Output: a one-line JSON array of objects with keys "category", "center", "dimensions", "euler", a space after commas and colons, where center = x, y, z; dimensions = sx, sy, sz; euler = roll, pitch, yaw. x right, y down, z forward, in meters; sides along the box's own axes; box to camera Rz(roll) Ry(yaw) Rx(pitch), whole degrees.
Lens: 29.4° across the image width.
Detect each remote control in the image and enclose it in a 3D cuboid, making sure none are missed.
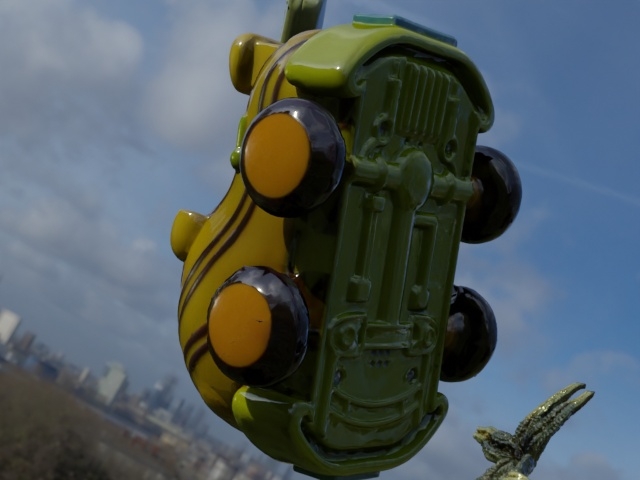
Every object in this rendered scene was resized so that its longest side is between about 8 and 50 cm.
[{"category": "remote control", "center": [-0.031, -0.155, 1.165], "dimensions": [0.038, 0.098, 0.233], "euler": [14, -51, -3]}]

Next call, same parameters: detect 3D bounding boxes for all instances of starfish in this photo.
[{"category": "starfish", "center": [0.210, 0.229, 1.334], "dimensions": [0.050, 0.223, 0.217], "euler": [58, -4, -14]}]

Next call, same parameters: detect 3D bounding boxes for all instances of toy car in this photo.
[{"category": "toy car", "center": [0.000, 0.000, 0.676], "dimensions": [0.142, 0.247, 0.200], "euler": [12, -1, 39]}]
